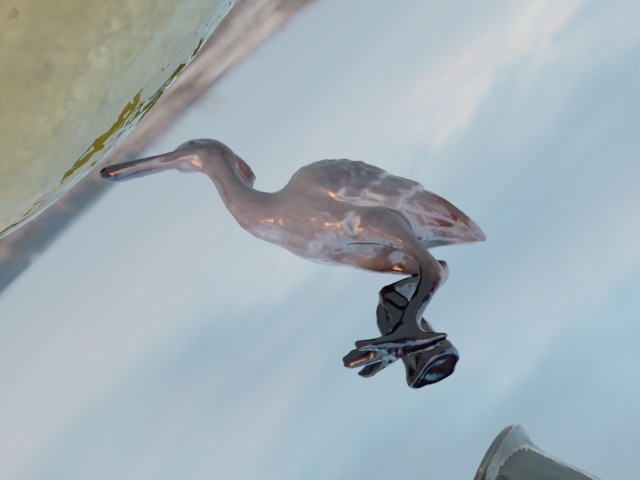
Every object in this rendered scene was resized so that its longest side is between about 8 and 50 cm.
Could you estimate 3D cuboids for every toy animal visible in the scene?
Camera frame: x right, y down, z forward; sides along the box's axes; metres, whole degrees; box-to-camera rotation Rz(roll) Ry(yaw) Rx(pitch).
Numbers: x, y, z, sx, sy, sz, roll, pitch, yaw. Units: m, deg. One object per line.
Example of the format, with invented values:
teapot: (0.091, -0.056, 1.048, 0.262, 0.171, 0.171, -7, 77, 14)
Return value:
toy animal: (0.003, -0.018, 1.296, 0.195, 0.324, 0.090, -37, 157, -40)

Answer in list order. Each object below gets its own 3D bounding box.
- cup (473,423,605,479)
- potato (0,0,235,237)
cup: (0.205, 0.267, 1.301, 0.199, 0.150, 0.199, -45, 142, -51)
potato: (-0.110, -0.066, 0.383, 0.178, 0.203, 0.158, 60, 47, -63)
